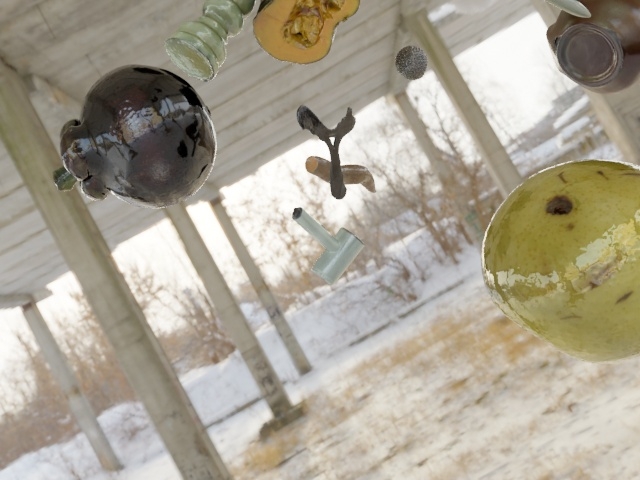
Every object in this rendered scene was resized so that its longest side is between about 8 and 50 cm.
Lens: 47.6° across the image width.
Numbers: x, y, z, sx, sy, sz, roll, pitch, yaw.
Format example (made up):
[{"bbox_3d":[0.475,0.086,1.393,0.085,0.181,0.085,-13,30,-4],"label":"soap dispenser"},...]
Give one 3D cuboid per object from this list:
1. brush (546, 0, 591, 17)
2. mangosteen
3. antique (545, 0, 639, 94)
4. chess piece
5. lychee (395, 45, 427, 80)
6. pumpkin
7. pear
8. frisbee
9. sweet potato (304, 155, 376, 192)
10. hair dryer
[{"bbox_3d":[0.292,-0.416,1.137,0.042,0.299,0.039,-63,7,8],"label":"brush"},{"bbox_3d":[-0.364,-0.205,1.443,0.313,0.297,0.297,-8,-18,-42],"label":"mangosteen"},{"bbox_3d":[0.565,-0.395,1.432,0.129,0.224,0.278,-38,27,-19],"label":"antique"},{"bbox_3d":[-0.229,-0.487,1.629,0.243,0.133,0.133,-58,7,-21],"label":"chess piece"},{"bbox_3d":[0.188,-0.367,1.501,0.067,0.068,0.083,-1,32,15],"label":"lychee"},{"bbox_3d":[-0.036,-0.572,1.614,0.242,0.232,0.325,19,-31,-22],"label":"pumpkin"},{"bbox_3d":[0.439,0.033,1.177,0.348,0.348,0.348,-29,-4,-2],"label":"pear"},{"bbox_3d":[0.030,-0.201,1.444,0.012,0.211,0.187,-4,32,35],"label":"frisbee"},{"bbox_3d":[0.075,-0.177,1.956,0.281,0.067,0.059,6,-3,-44],"label":"sweet potato"},{"bbox_3d":[0.000,0.000,1.678,0.131,0.073,0.236,-52,-43,-6],"label":"hair dryer"}]
